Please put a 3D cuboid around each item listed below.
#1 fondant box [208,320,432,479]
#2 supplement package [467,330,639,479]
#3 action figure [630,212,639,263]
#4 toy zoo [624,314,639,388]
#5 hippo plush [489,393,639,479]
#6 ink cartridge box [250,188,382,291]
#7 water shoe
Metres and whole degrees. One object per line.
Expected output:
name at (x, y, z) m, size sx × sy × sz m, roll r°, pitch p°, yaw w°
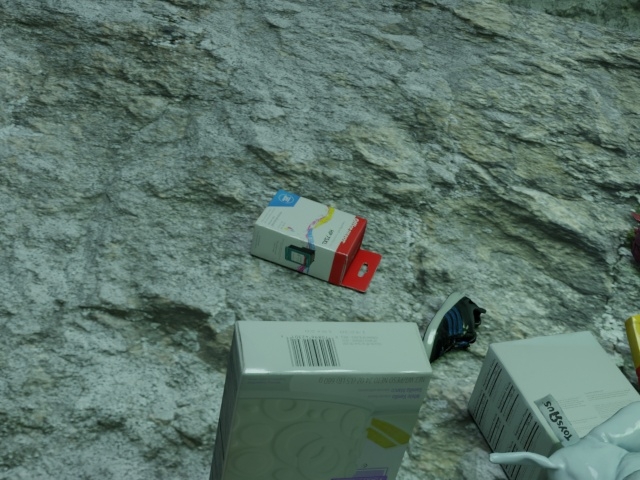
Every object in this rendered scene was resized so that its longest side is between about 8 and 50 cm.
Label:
fondant box at (-0.011, 0.254, 1.254) m, size 0.238 × 0.330 × 0.096 m, roll 2°, pitch 39°, yaw -14°
supplement package at (0.371, 0.271, 1.491) m, size 0.194 × 0.149 × 0.203 m, roll -5°, pitch 40°, yaw -21°
action figure at (0.728, 0.054, 1.905) m, size 0.248 × 0.275 × 0.370 m, roll 29°, pitch 8°, yaw -27°
toy zoo at (0.632, 0.228, 1.633) m, size 0.192 × 0.030 × 0.293 m, roll 2°, pitch 60°, yaw -13°
hippo plush at (0.437, 0.323, 1.256) m, size 0.234 × 0.236 × 0.294 m, roll -45°, pitch 104°, yaw -16°
ink cartridge box at (0.000, 0.000, 1.805) m, size 0.231 × 0.078 × 0.134 m, roll 19°, pitch 37°, yaw 8°
water shoe at (0.233, 0.158, 1.667) m, size 0.080 × 0.073 × 0.203 m, roll 26°, pitch 39°, yaw 14°
